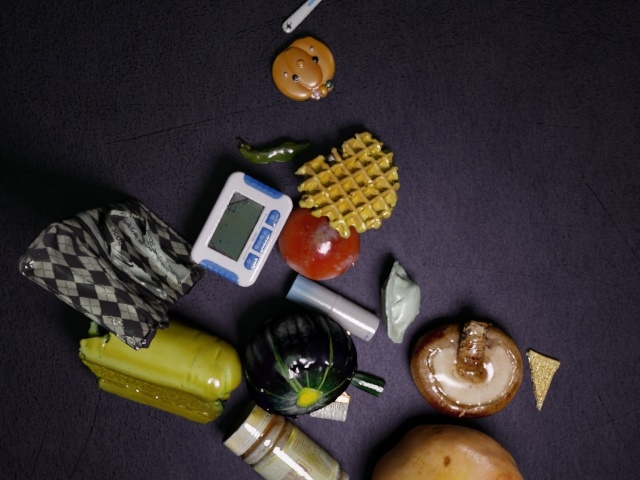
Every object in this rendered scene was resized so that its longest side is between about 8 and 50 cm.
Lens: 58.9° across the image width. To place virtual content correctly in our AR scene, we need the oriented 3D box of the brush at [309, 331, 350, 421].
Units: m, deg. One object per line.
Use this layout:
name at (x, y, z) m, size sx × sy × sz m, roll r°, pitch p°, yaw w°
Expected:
brush at (0.043, 0.355, 1.549) m, size 0.103 × 0.013 × 0.273 m, roll 10°, pitch 92°, yaw -4°

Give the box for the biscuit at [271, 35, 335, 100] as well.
biscuit at (-0.038, -0.442, 1.483) m, size 0.170 × 0.050 × 0.171 m, roll 0°, pitch 94°, yaw -2°

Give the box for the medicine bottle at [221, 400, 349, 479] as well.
medicine bottle at (-0.088, 0.568, 1.485) m, size 0.322 × 0.151 × 0.151 m, roll 41°, pitch 90°, yaw -4°

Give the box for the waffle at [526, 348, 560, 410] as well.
waffle at (0.593, 0.388, 1.574) m, size 0.097 × 0.023 × 0.153 m, roll 20°, pitch 93°, yaw -2°

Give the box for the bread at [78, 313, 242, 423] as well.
bread at (-0.380, 0.301, 1.417) m, size 0.376 × 0.251 × 0.208 m, roll 22°, pitch 51°, yaw -1°

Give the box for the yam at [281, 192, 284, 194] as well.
yam at (-0.143, -0.052, 1.492) m, size 0.068 × 0.068 × 0.170 m, roll 16°, pitch 95°, yaw -4°

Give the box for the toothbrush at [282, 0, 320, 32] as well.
toothbrush at (0.040, -0.686, 1.479) m, size 0.040 × 0.040 × 0.386 m, roll 45°, pitch 90°, yaw -4°

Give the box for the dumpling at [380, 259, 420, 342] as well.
dumpling at (0.212, 0.163, 1.477) m, size 0.107 × 0.153 × 0.219 m, roll -8°, pitch 99°, yaw 0°

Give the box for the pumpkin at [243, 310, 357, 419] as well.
pumpkin at (-0.057, 0.294, 1.441) m, size 0.295 × 0.296 × 0.296 m, roll 0°, pitch 93°, yaw -3°

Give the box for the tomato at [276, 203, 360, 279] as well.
tomato at (0.000, 0.000, 1.464) m, size 0.227 × 0.112 × 0.199 m, roll 8°, pitch 81°, yaw -7°

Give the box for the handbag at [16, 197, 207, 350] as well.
handbag at (-0.438, 0.067, 1.309) m, size 0.316 × 0.416 × 0.180 m, roll 39°, pitch 100°, yaw -4°

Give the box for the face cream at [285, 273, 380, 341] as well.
face cream at (0.032, 0.178, 1.506) m, size 0.250 × 0.077 × 0.077 m, roll 29°, pitch 91°, yaw -4°

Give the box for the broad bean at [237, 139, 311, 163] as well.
broad bean at (-0.122, -0.232, 1.493) m, size 0.195 × 0.046 × 0.061 m, roll 2°, pitch 96°, yaw -1°

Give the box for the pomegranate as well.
pomegranate at (0.317, 0.659, 1.416) m, size 0.411 × 0.411 × 0.412 m, roll 0°, pitch 93°, yaw -3°

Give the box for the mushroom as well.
mushroom at (0.382, 0.327, 1.495) m, size 0.296 × 0.163 × 0.279 m, roll 5°, pitch 101°, yaw -3°

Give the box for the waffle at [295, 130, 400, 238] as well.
waffle at (0.076, -0.155, 1.442) m, size 0.283 × 0.065 × 0.310 m, roll 16°, pitch 66°, yaw -14°

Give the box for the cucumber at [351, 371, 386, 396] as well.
cucumber at (0.124, 0.388, 1.539) m, size 0.105 × 0.048 × 0.048 m, roll 21°, pitch 92°, yaw -2°

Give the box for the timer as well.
timer at (-0.195, -0.029, 1.419) m, size 0.178 × 0.078 × 0.254 m, roll 28°, pitch 91°, yaw -2°
